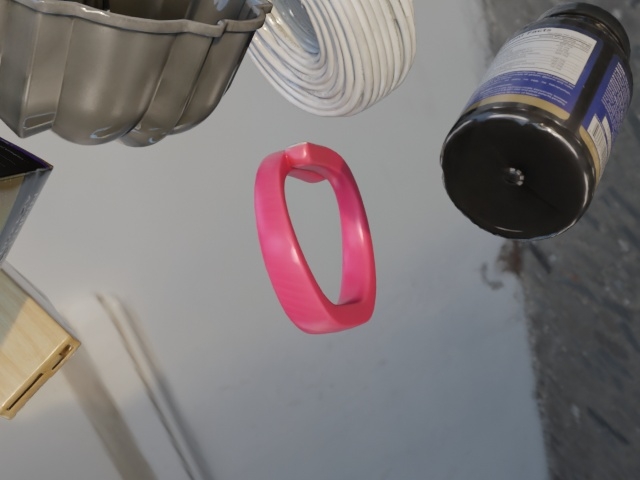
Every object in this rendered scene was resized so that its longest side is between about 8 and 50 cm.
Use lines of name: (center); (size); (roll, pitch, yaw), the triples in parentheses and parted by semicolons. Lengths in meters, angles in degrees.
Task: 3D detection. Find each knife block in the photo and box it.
knife block: (-0.350, 0.020, 0.899); (0.242, 0.088, 0.275); (46, 171, -26)

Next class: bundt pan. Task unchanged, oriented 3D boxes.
bundt pan: (-0.211, -0.174, 0.803); (0.331, 0.330, 0.124); (40, 123, 39)

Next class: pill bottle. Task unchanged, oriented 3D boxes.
pill bottle: (0.189, -0.109, 0.842); (0.122, 0.219, 0.123); (17, 133, 19)

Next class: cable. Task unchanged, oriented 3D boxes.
cable: (-0.012, -0.248, 1.032); (0.257, 0.089, 0.257); (24, 145, 55)

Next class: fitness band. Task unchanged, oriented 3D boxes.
fitness band: (0.000, 0.000, 1.139); (0.291, 0.054, 0.209); (4, -104, -72)

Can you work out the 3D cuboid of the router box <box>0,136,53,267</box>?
router box: (-0.240, 0.090, 0.424); (0.081, 0.309, 0.243); (28, -174, -6)
